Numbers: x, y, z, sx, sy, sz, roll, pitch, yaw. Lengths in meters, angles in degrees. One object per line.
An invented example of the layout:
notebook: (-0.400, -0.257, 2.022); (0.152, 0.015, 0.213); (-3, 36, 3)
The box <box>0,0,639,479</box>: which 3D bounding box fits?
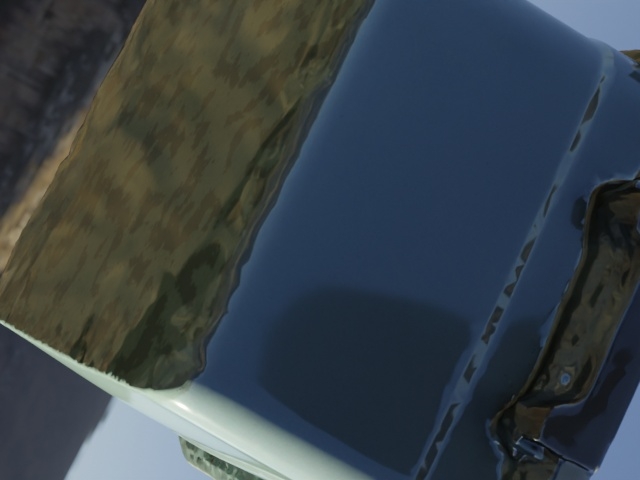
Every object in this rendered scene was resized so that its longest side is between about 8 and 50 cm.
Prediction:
box: (0.000, 0.000, 0.413); (0.162, 0.130, 0.227); (-64, -156, -8)
